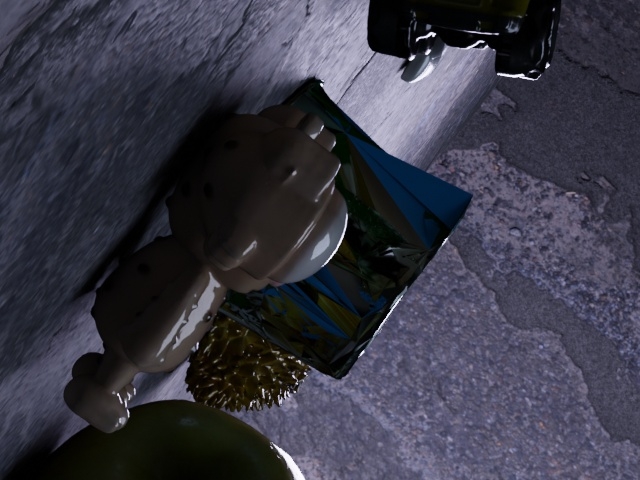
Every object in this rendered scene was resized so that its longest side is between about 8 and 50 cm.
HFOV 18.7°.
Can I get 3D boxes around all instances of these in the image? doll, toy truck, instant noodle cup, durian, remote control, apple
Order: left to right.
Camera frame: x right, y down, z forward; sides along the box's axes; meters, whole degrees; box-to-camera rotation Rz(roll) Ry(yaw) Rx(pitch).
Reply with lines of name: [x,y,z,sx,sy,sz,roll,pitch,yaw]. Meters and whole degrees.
apple: [-0.147,0.304,1.783,0.338,0.338,0.305,-49,155,-38]
doll: [-0.084,0.018,1.403,0.278,0.119,0.154,-48,-169,23]
durian: [-0.073,0.121,2.265,0.183,0.138,0.250,-45,171,7]
instant noodle cup: [0.000,0.000,1.688,0.240,0.178,0.240,-53,176,-5]
remote control: [0.134,-0.220,2.325,0.050,0.027,0.184,-54,177,19]
toy truck: [0.133,-0.229,1.632,0.224,0.147,0.165,-30,129,-76]
